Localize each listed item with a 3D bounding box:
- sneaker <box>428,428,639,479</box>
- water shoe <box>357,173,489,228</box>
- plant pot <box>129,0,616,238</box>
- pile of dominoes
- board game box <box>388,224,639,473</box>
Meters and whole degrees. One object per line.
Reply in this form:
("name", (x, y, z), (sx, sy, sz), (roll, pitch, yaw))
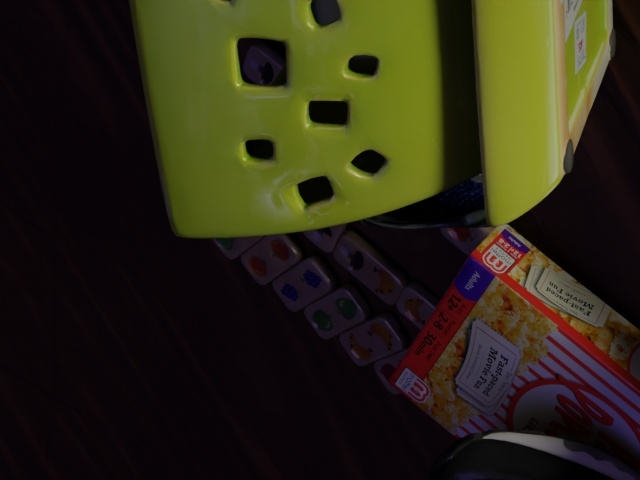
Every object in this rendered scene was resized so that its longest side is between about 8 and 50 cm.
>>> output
("sneaker", (0.183, 0.226, 1.033), (0.283, 0.124, 0.107), (33, 137, -5))
("water shoe", (0.030, -0.045, 1.062), (0.203, 0.080, 0.073), (2, 100, 30))
("plant pot", (0.038, -0.141, 0.886), (0.207, 0.228, 0.227), (4, 121, 18))
("pile of dominoes", (0.000, 0.000, 1.172), (0.251, 0.040, 0.196), (40, 139, 14))
("board game box", (0.153, 0.100, 1.088), (0.193, 0.045, 0.147), (38, 138, 10))
